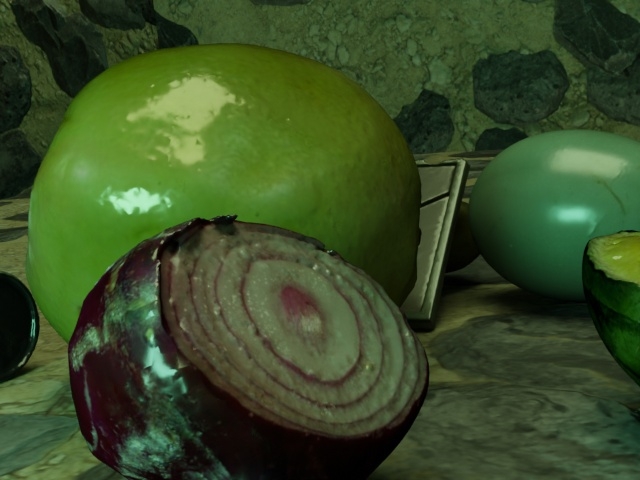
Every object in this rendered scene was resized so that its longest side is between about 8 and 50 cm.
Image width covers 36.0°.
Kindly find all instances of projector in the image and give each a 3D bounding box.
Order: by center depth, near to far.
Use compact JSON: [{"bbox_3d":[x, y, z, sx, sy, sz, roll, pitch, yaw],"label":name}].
[{"bbox_3d":[-0.434,0.079,0.974,0.338,0.108,0.108,0,11,32],"label":"projector"}]

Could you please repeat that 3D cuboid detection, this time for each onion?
[{"bbox_3d":[-0.039,0.101,0.531,0.195,0.218,0.140,23,-53,-38],"label":"onion"}]

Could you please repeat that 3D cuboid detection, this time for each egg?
[{"bbox_3d":[0.253,-0.024,0.957,0.231,0.168,0.168,6,15,38],"label":"egg"}]

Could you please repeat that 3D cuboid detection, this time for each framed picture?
[{"bbox_3d":[0.000,0.000,1.036,0.290,0.020,0.211,-2,51,26],"label":"framed picture"}]

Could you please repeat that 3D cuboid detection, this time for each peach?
[{"bbox_3d":[-0.075,-0.021,0.824,0.316,0.281,0.314,3,5,7],"label":"peach"}]

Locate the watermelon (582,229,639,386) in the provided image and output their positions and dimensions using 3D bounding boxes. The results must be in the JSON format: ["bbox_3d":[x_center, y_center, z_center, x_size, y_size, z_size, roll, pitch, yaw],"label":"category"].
[{"bbox_3d":[0.268,0.053,0.608,0.204,0.127,0.232,-13,14,-36],"label":"watermelon"}]

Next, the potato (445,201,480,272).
[{"bbox_3d":[0.067,0.002,1.111,0.251,0.113,0.149,3,10,14],"label":"potato"}]
